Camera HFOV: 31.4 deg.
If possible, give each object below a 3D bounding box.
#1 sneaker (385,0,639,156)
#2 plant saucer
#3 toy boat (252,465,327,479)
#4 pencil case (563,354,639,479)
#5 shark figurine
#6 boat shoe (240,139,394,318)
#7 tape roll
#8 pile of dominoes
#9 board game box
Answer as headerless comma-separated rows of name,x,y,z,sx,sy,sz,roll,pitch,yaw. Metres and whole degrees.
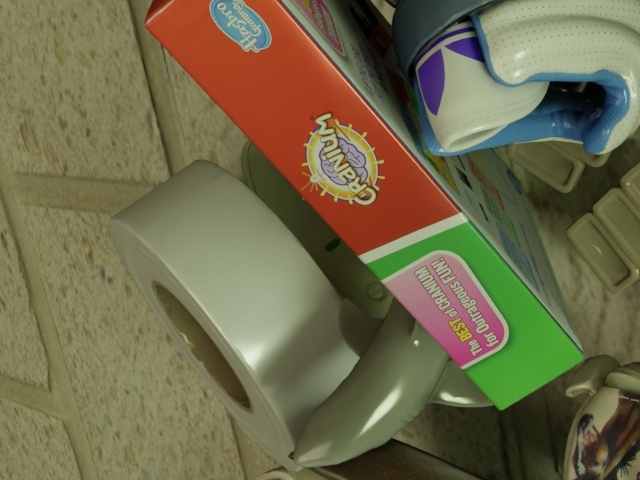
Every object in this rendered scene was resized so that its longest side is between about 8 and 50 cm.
sneaker,0.054,-0.167,0.625,0.323,0.236,0.130,21,143,-17
plant saucer,0.122,0.220,0.895,0.311,0.050,0.310,25,167,6
toy boat,0.016,0.369,1.140,0.318,0.148,0.267,10,117,47
pencil case,0.330,0.159,0.654,0.410,0.160,0.183,1,106,49
shark figurine,0.061,0.021,0.831,0.116,0.166,0.278,78,-170,-60
boat shoe,0.000,0.000,1.016,0.233,0.084,0.079,55,166,21
tape roll,-0.070,0.070,1.032,0.286,0.100,0.286,47,162,20
pile of dominoes,0.256,-0.066,0.735,0.196,0.040,0.251,54,133,14
board game box,0.033,-0.076,0.722,0.064,0.242,0.316,-36,112,17
